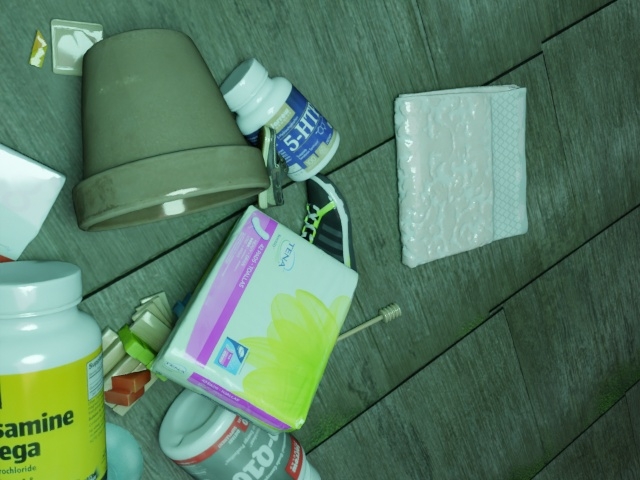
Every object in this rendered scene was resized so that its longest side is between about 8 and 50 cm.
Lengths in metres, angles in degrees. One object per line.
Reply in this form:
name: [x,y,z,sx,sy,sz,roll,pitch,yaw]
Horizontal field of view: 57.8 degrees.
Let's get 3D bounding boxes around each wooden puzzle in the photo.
wooden puzzle: [-0.340,-0.268,0.810,0.116,0.014,0.078,4,105,-29]

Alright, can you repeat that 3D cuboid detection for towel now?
towel: [0.289,-0.136,1.159,0.317,0.053,0.331,-13,107,-25]

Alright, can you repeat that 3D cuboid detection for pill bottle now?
pill bottle: [-0.390,0.203,0.778,0.188,0.188,0.333,-4,102,-27]
pill bottle: [-0.068,-0.191,0.917,0.187,0.112,0.112,41,82,-30]
pill bottle: [-0.126,0.371,0.996,0.161,0.161,0.283,-43,118,-13]

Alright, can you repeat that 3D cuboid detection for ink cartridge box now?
ink cartridge box: [-0.483,-0.029,0.768,0.189,0.066,0.232,29,84,-30]

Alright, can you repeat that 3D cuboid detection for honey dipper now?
honey dipper: [0.086,0.169,1.137,0.161,0.030,0.030,-25,113,-20]

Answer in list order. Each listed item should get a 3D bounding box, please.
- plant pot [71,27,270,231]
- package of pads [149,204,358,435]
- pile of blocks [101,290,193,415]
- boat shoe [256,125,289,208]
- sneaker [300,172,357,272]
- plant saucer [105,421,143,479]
plant pot: [-0.222,-0.150,0.789,0.263,0.263,0.229,-16,92,-24]
package of pads: [-0.082,0.119,0.888,0.229,0.101,0.296,33,53,-13]
pile of blocks: [-0.205,0.154,0.929,0.362,0.113,0.148,-24,113,-22]
boat shoe: [-0.073,-0.112,0.891,0.049,0.056,0.152,-3,141,-11]
sneaker: [0.000,0.000,1.017,0.097,0.084,0.234,-22,112,-21]
plant saucer: [-0.382,0.389,0.935,0.195,0.037,0.194,-7,106,-26]
